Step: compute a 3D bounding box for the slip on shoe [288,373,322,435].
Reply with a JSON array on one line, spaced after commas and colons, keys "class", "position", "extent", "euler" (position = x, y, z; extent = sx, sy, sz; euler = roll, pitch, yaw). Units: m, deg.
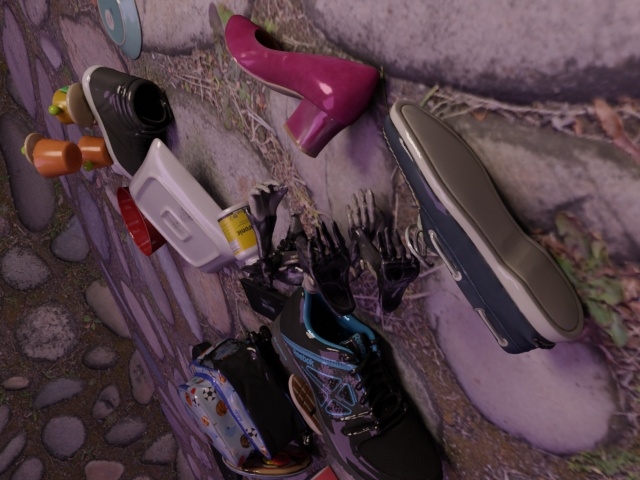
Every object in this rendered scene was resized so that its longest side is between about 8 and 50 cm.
[{"class": "slip on shoe", "position": [-0.024, 0.319, 0.958], "extent": [0.135, 0.051, 0.041], "euler": [57, 147, -4]}]

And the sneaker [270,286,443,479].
[{"class": "sneaker", "position": [0.049, 0.208, 0.694], "extent": [0.341, 0.125, 0.139], "euler": [47, 141, 21]}]

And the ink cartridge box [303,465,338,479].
[{"class": "ink cartridge box", "position": [0.027, 0.621, 1.061], "extent": [0.218, 0.092, 0.158], "euler": [51, 147, 16]}]

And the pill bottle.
[{"class": "pill bottle", "position": [-0.129, -0.004, 0.856], "extent": [0.065, 0.065, 0.116], "euler": [-24, 93, 59]}]

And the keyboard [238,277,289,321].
[{"class": "keyboard", "position": [-0.098, 0.110, 0.938], "extent": [0.180, 0.023, 0.108], "euler": [14, 130, 51]}]

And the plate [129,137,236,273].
[{"class": "plate", "position": [-0.283, -0.043, 1.002], "extent": [0.277, 0.045, 0.278], "euler": [51, 149, -11]}]

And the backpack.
[{"class": "backpack", "position": [-0.180, 0.337, 1.063], "extent": [0.276, 0.213, 0.263], "euler": [66, 157, -7]}]

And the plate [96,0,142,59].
[{"class": "plate", "position": [-0.411, -0.458, 0.978], "extent": [0.188, 0.024, 0.188], "euler": [35, 139, 37]}]

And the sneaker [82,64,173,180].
[{"class": "sneaker", "position": [-0.366, -0.214, 1.018], "extent": [0.147, 0.104, 0.296], "euler": [17, 142, 27]}]

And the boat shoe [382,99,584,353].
[{"class": "boat shoe", "position": [0.130, -0.011, 0.446], "extent": [0.254, 0.095, 0.079], "euler": [52, 137, 2]}]

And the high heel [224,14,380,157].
[{"class": "high heel", "position": [-0.029, -0.217, 0.568], "extent": [0.117, 0.082, 0.244], "euler": [-45, 56, 25]}]

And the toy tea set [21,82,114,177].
[{"class": "toy tea set", "position": [-0.513, -0.236, 1.040], "extent": [0.124, 0.336, 0.200], "euler": [0, 106, 9]}]

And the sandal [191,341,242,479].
[{"class": "sandal", "position": [-0.270, 0.511, 1.433], "extent": [0.167, 0.107, 0.446], "euler": [-16, 87, 60]}]

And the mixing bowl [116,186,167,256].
[{"class": "mixing bowl", "position": [-0.414, -0.063, 1.203], "extent": [0.181, 0.098, 0.181], "euler": [35, 140, 37]}]

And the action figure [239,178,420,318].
[{"class": "action figure", "position": [0.000, 0.000, 0.567], "extent": [0.275, 0.164, 0.141], "euler": [-165, 74, -68]}]

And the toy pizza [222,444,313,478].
[{"class": "toy pizza", "position": [-0.116, 0.474, 1.087], "extent": [0.201, 0.201, 0.032], "euler": [-1, 83, 56]}]
